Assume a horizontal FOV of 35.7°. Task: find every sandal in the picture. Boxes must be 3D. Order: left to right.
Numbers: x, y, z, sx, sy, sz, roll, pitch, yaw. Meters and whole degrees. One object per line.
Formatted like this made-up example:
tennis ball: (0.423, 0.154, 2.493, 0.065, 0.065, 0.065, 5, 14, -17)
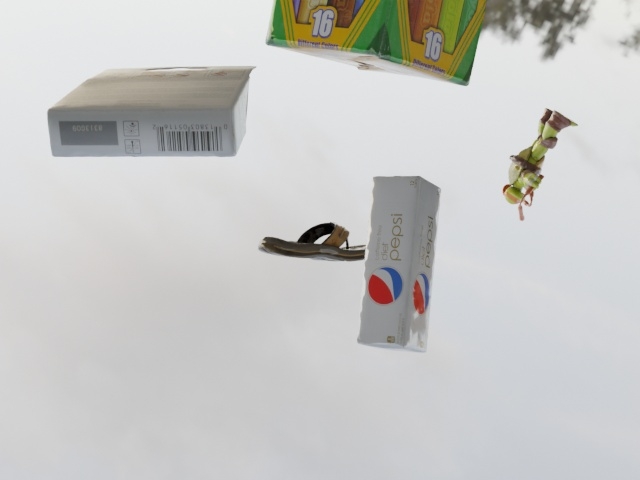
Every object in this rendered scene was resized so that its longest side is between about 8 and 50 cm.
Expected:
sandal: (0.000, 0.000, 1.496, 0.219, 0.060, 0.090, 6, 178, -38)

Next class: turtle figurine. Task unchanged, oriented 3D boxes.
turtle figurine: (0.422, -0.156, 1.990, 0.087, 0.217, 0.269, 30, -171, 9)

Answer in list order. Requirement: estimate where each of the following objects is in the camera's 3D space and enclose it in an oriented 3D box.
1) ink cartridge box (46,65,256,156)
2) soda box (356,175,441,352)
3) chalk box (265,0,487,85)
ink cartridge box: (-0.281, -0.238, 1.778, 0.308, 0.091, 0.385, -1, -160, 3)
soda box: (0.100, 0.030, 1.257, 0.069, 0.216, 0.074, 1, 170, 29)
chalk box: (0.082, -0.337, 1.109, 0.179, 0.289, 0.180, 18, -170, 41)
